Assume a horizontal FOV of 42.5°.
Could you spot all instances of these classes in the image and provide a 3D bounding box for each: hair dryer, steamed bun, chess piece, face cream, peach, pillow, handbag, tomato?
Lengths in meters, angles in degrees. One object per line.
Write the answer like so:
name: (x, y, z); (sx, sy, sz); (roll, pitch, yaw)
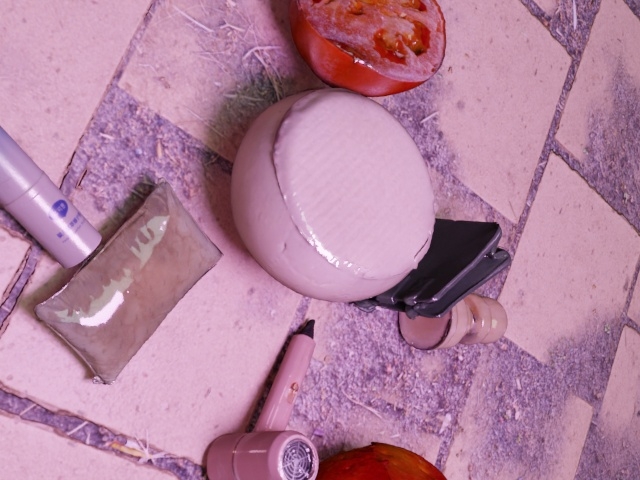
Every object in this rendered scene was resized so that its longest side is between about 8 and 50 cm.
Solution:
hair dryer: (-0.061, 0.277, 1.437); (0.106, 0.189, 0.344); (41, 53, -29)
steamed bun: (0.005, -0.068, 1.411); (0.374, 0.241, 0.375); (17, 63, -37)
chess piece: (0.295, 0.167, 1.729); (0.260, 0.142, 0.143); (11, 84, -44)
face cream: (-0.427, -0.072, 1.187); (0.077, 0.077, 0.250); (-51, 120, -25)
peach: (0.064, 0.528, 1.405); (0.416, 0.339, 0.353); (-24, 129, -53)
pillow: (-0.293, 0.067, 1.292); (0.302, 0.075, 0.185); (-51, 127, -26)
handbag: (0.200, 0.052, 1.570); (0.260, 0.247, 0.079); (-38, 119, -32)
tomato: (0.068, -0.381, 1.490); (0.338, 0.144, 0.338); (15, 56, -23)
